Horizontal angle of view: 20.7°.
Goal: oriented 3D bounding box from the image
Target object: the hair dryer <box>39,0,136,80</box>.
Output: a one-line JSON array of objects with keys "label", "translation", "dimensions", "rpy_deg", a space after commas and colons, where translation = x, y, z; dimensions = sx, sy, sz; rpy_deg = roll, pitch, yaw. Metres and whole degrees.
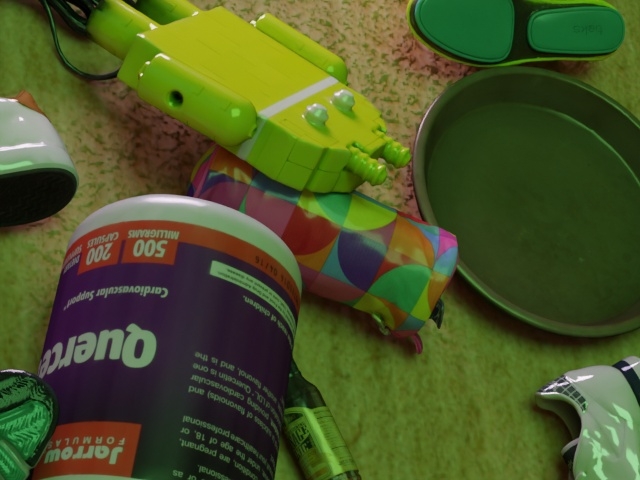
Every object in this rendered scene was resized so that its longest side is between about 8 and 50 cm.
[{"label": "hair dryer", "translation": [-0.280, -0.268, 1.506], "dimensions": [0.224, 0.080, 0.293], "rpy_deg": [6, 64, -38]}]

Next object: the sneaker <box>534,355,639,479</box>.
[{"label": "sneaker", "translation": [0.255, 0.212, 1.434], "dimensions": [0.095, 0.090, 0.235], "rpy_deg": [-13, 63, -14]}]

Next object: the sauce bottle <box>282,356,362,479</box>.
[{"label": "sauce bottle", "translation": [-0.011, 0.143, 1.380], "dimensions": [0.042, 0.042, 0.128], "rpy_deg": [-16, 66, -29]}]

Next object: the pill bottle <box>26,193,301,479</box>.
[{"label": "pill bottle", "translation": [-0.119, 0.140, 1.249], "dimensions": [0.181, 0.181, 0.323], "rpy_deg": [17, 56, -13]}]

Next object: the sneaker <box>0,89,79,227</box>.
[{"label": "sneaker", "translation": [-0.338, -0.065, 1.338], "dimensions": [0.290, 0.106, 0.123], "rpy_deg": [-5, 54, -33]}]

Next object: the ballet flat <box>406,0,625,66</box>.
[{"label": "ballet flat", "translation": [0.173, -0.200, 1.637], "dimensions": [0.231, 0.077, 0.077], "rpy_deg": [2, 98, -23]}]

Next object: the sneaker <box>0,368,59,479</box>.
[{"label": "sneaker", "translation": [-0.267, 0.171, 1.175], "dimensions": [0.224, 0.098, 0.083], "rpy_deg": [-43, 89, -10]}]

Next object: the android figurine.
[{"label": "android figurine", "translation": [-0.053, -0.124, 1.437], "dimensions": [0.273, 0.056, 0.248], "rpy_deg": [32, 24, 12]}]

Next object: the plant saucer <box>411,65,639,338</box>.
[{"label": "plant saucer", "translation": [0.205, -0.032, 1.572], "dimensions": [0.278, 0.041, 0.278], "rpy_deg": [11, 57, -17]}]

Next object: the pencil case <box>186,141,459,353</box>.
[{"label": "pencil case", "translation": [0.000, 0.000, 1.433], "dimensions": [0.236, 0.104, 0.104], "rpy_deg": [26, 55, -6]}]
